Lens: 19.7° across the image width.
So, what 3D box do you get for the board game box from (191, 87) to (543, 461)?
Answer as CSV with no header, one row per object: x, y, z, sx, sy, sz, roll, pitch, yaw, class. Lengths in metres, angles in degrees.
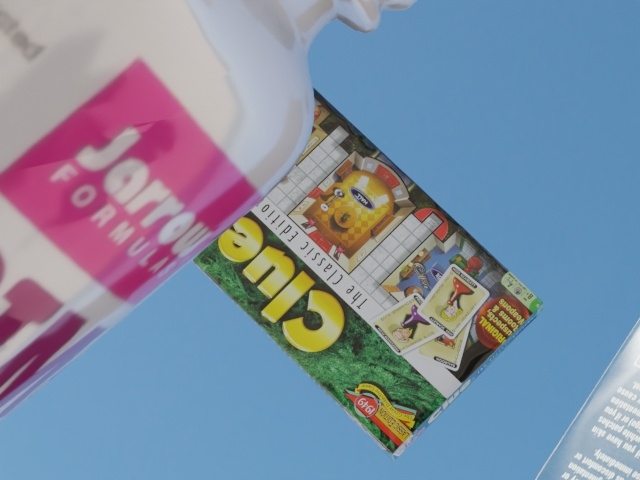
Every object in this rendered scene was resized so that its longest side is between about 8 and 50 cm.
0.000,0.000,1.155,0.260,0.136,0.030,43,-6,11,board game box

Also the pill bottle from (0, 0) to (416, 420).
-0.104,-0.036,0.405,0.283,0.160,0.160,-41,-60,1,pill bottle

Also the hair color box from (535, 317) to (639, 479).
0.149,0.157,0.704,0.174,0.347,0.105,37,-5,-40,hair color box
